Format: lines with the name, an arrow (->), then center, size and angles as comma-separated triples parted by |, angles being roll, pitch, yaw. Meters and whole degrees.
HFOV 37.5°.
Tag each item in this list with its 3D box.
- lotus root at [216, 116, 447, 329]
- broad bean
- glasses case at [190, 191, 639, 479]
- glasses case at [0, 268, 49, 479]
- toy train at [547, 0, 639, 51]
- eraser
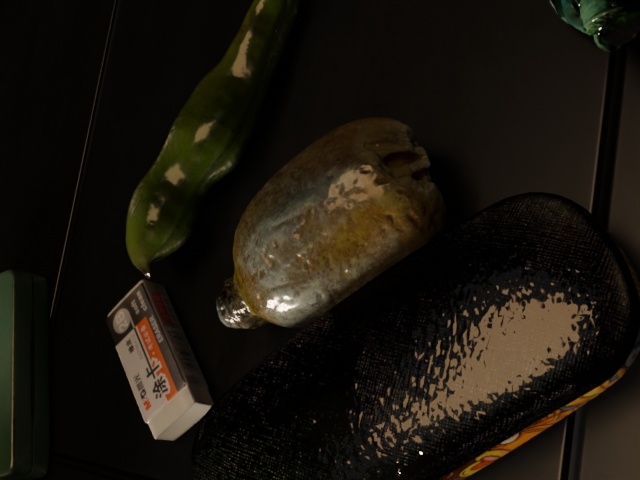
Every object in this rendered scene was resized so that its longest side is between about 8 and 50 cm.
lotus root -> 0.000, 0.000, 0.634 | 0.192, 0.088, 0.113 | -37, 64, 25
broad bean -> -0.081, -0.117, 0.753 | 0.098, 0.056, 0.318 | 10, 78, 45
glasses case -> 0.044, 0.094, 0.575 | 0.321, 0.082, 0.122 | -37, 59, 22
glasses case -> -0.282, 0.123, 0.845 | 0.077, 0.039, 0.184 | -20, 66, 33
toy train -> 0.184, -0.212, 0.544 | 0.154, 0.107, 0.198 | -17, 67, 25
eraser -> -0.127, 0.093, 0.741 | 0.052, 0.029, 0.122 | -43, 55, 21
